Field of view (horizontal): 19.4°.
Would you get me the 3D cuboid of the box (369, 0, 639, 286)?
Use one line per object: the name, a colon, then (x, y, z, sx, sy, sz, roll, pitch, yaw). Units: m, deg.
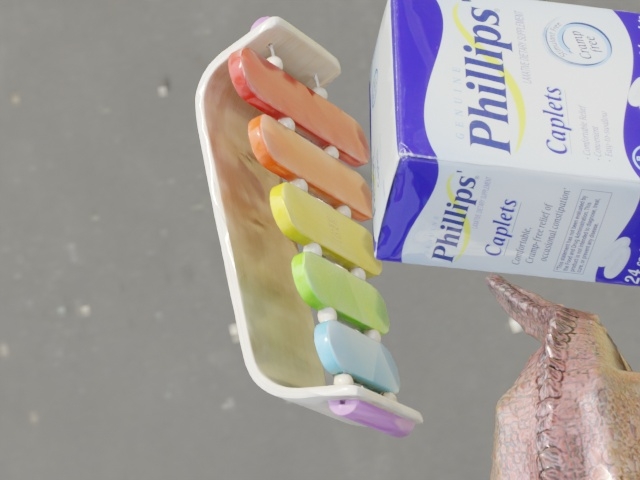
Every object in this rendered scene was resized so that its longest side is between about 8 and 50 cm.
box: (0.096, -0.053, 0.916, 0.072, 0.137, 0.126, 102, 171, -46)

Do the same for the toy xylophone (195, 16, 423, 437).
toy xylophone: (0.000, 0.000, 1.403, 0.081, 0.236, 0.322, -22, 74, 21)

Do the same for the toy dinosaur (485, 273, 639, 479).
toy dinosaur: (0.100, 0.115, 0.667, 0.127, 0.200, 0.295, -29, 59, 33)
